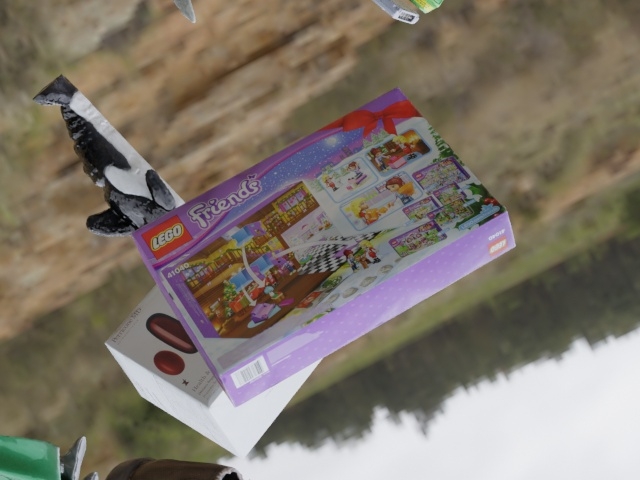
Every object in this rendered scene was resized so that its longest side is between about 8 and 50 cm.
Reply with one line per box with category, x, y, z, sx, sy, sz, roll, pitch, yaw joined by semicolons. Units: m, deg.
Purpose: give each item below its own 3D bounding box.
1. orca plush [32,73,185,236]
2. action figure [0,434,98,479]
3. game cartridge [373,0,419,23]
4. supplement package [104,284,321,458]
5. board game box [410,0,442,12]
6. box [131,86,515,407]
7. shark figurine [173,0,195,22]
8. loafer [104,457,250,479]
orca plush;-0.234;-0.053;1.953;0.102;0.287;0.151;-43;-163;-4
action figure;-0.288;0.167;1.294;0.232;0.137;0.063;7;-132;11
game cartridge;0.080;-0.275;1.976;0.017;0.056;0.083;-48;165;15
supplement package;-0.142;0.149;2.339;0.203;0.149;0.194;27;-113;33
board game box;0.063;-0.444;1.973;0.213;0.317;0.046;-56;-167;-15
box;0.000;0.000;1.549;0.293;0.201;0.057;-29;140;-8
shark figurine;-0.116;-0.406;2.067;0.166;0.116;0.278;99;16;-49
loafer;-0.087;0.353;1.434;0.130;0.366;0.134;-20;172;27
